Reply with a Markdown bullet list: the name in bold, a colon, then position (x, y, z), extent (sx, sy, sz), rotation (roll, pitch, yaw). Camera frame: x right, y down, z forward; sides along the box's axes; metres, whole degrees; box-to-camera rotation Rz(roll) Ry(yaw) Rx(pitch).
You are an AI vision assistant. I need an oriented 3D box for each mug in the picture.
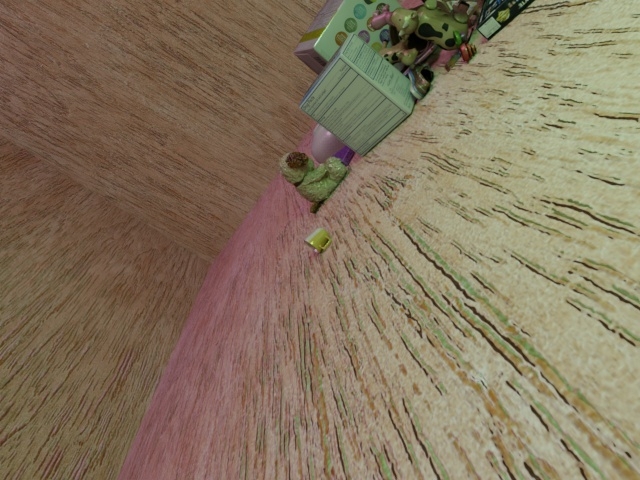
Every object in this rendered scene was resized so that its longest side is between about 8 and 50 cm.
- **mug**: position (-0.001, 0.000, 1.245), extent (0.064, 0.078, 0.062), rotation (-50, -19, -12)

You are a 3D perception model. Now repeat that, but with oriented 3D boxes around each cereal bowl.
- **cereal bowl**: position (0.062, -0.522, 1.948), extent (0.339, 0.141, 0.339), rotation (-50, 15, 19)

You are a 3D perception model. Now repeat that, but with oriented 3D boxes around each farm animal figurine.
- **farm animal figurine**: position (0.290, -0.636, 1.234), extent (0.330, 0.327, 0.172), rotation (79, -152, -63)

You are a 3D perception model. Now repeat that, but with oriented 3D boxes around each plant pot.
- **plant pot**: position (0.361, -0.768, 1.490), extent (0.165, 0.167, 0.167), rotation (-43, 8, -29)

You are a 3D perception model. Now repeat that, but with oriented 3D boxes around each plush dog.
- **plush dog**: position (-0.062, -0.245, 1.582), extent (0.210, 0.225, 0.262), rotation (-59, 16, -12)

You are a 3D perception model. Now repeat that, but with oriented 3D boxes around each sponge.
- **sponge**: position (0.081, -0.333, 1.702), extent (0.117, 0.031, 0.210), rotation (-61, 17, -18)

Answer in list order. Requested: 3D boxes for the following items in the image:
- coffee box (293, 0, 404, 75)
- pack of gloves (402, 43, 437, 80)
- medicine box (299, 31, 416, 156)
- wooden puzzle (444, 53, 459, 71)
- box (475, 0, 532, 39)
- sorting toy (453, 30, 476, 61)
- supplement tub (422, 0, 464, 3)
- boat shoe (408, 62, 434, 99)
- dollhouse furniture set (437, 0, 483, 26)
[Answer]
- **coffee box**: position (0.146, -0.807, 1.692), extent (0.334, 0.338, 0.338), rotation (-54, 26, 7)
- **pack of gloves**: position (0.353, -0.630, 1.522), extent (0.232, 0.046, 0.195), rotation (-35, 14, 45)
- **medicine box**: position (0.124, -0.472, 1.374), extent (0.263, 0.289, 0.149), rotation (-35, 26, 51)
- **wooden puzzle**: position (0.392, -0.532, 1.234), extent (0.049, 0.006, 0.083), rotation (-46, 18, 31)
- **box**: position (0.499, -0.647, 1.067), extent (0.175, 0.051, 0.220), rotation (-34, 26, 53)
- **sorting toy**: position (0.396, -0.530, 1.124), extent (0.042, 0.061, 0.101), rotation (-20, 67, 17)
- **supplement tub**: position (0.478, -0.982, 1.553), extent (0.193, 0.194, 0.316), rotation (-49, 18, 24)
- **boat shoe**: position (0.325, -0.517, 1.313), extent (0.066, 0.066, 0.183), rotation (-36, 34, 39)
- **dollhouse furniture set**: position (0.428, -0.832, 1.284), extent (0.212, 0.161, 0.242), rotation (-52, 47, 11)
